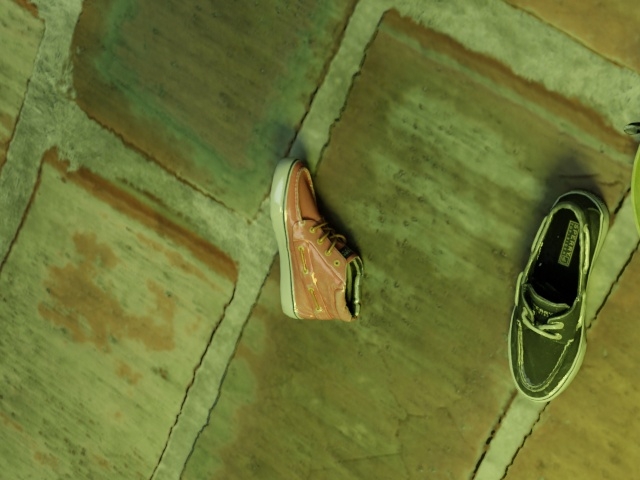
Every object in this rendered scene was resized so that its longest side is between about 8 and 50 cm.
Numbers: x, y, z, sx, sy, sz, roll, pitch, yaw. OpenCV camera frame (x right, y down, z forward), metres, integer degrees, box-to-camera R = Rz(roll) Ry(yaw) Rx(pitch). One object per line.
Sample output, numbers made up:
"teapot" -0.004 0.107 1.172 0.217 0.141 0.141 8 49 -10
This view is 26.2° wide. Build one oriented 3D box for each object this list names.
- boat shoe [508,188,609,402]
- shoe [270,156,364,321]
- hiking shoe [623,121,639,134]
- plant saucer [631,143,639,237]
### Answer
"boat shoe" 0.218 0.059 1.321 0.077 0.070 0.219 16 110 23
"shoe" 0.000 0.000 1.428 0.081 0.063 0.178 5 111 25
"hiking shoe" 0.354 -0.023 1.188 0.114 0.086 0.227 -30 84 49
"plant saucer" 0.397 -0.040 1.216 0.241 0.037 0.241 9 108 29
